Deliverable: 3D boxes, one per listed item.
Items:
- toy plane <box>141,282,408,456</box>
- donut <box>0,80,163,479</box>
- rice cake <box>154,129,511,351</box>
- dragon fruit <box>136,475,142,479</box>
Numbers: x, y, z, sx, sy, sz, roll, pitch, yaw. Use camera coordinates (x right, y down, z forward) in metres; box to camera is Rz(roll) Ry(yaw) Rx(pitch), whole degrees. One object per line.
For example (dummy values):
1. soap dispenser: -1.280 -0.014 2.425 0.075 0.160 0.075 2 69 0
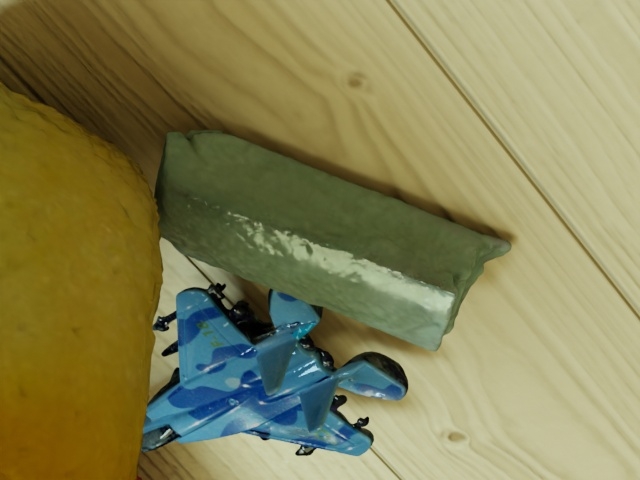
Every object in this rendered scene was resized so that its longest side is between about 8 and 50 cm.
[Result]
1. toy plane: -0.064 0.098 1.130 0.169 0.078 0.246 42 143 -22
2. donut: -0.201 0.099 0.953 0.163 0.435 0.378 20 105 -18
3. rice cake: 0.000 0.000 0.995 0.206 0.063 0.069 23 143 0
4. dragon fruit: -0.209 0.238 1.261 0.210 0.205 0.268 5 162 19
